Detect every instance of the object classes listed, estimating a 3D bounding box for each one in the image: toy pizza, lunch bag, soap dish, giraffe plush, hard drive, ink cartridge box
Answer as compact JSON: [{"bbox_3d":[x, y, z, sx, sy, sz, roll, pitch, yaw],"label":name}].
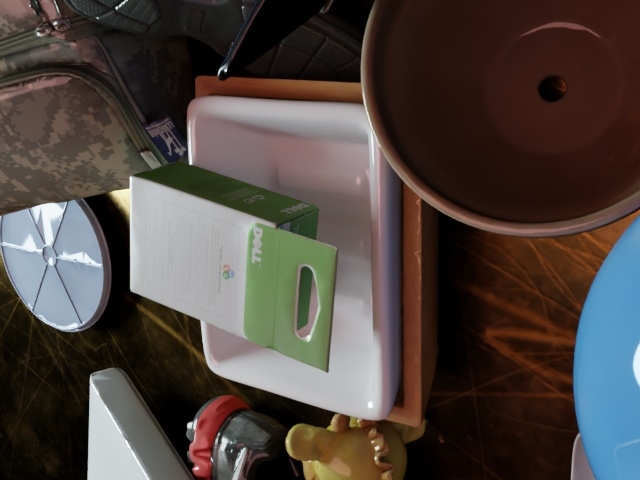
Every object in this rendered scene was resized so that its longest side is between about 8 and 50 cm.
[{"bbox_3d":[-0.324,0.015,1.053,0.201,0.032,0.201,11,109,32],"label":"toy pizza"},{"bbox_3d":[-0.275,-0.158,0.831,0.305,0.212,0.255,-11,109,19],"label":"lunch bag"},{"bbox_3d":[0.000,0.000,0.761,0.229,0.118,0.290,9,109,33],"label":"soap dish"},{"bbox_3d":[0.031,0.246,0.800,0.210,0.181,0.170,-19,79,38],"label":"giraffe plush"},{"bbox_3d":[-0.222,0.361,1.020,0.233,0.047,0.352,42,133,44],"label":"hard drive"},{"bbox_3d":[-0.061,0.016,0.694,0.209,0.062,0.108,19,115,30],"label":"ink cartridge box"}]

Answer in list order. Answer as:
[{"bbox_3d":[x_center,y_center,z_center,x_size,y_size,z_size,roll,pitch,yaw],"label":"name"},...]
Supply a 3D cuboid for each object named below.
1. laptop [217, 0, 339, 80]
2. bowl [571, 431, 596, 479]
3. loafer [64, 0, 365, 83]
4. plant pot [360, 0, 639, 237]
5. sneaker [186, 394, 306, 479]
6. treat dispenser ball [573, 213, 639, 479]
[{"bbox_3d":[-0.005,-0.349,0.508,0.408,0.236,0.381,47,118,28],"label":"laptop"},{"bbox_3d":[0.276,0.209,0.671,0.142,0.053,0.142,4,106,35],"label":"bowl"},{"bbox_3d":[-0.073,-0.203,0.704,0.096,0.268,0.084,137,143,-60],"label":"loafer"},{"bbox_3d":[0.156,-0.116,0.594,0.238,0.110,0.237,-2,85,22],"label":"plant pot"},{"bbox_3d":[-0.064,0.307,0.916,0.135,0.098,0.275,5,106,37],"label":"sneaker"},{"bbox_3d":[0.290,0.082,0.471,0.288,0.288,0.288,12,111,33],"label":"treat dispenser ball"}]
